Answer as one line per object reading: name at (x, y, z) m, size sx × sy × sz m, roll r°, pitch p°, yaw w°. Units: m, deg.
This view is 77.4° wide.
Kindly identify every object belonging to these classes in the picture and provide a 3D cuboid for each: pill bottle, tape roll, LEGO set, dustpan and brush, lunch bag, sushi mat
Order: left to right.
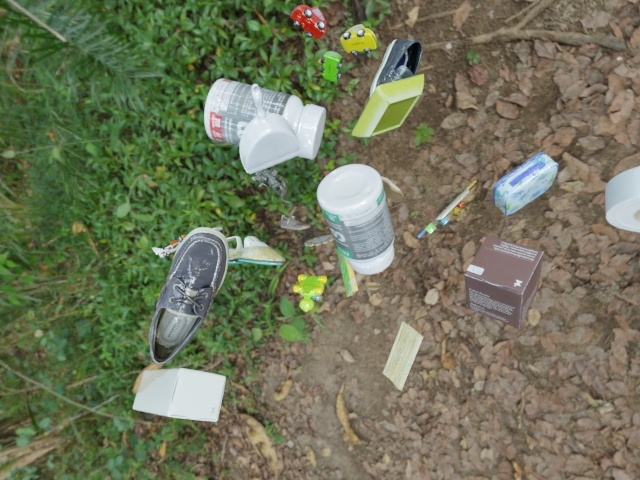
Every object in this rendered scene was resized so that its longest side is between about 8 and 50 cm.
LEGO set at (-0.488, -0.004, 1.471) m, size 0.183 × 0.244 × 0.060 m, roll -33°, pitch 89°, yaw 12°
dustpan and brush at (-0.123, -0.252, 0.893) m, size 0.211 × 0.148 × 0.060 m, roll 91°, pitch 153°, yaw -66°
pill bottle at (-0.140, -0.311, 1.046) m, size 0.284 × 0.161 × 0.161 m, roll 15°, pitch 114°, yaw 4°
pill bottle at (0.133, -0.055, 1.321) m, size 0.204 × 0.204 × 0.360 m, roll 30°, pitch 157°, yaw 38°
sushi mat at (0.410, 0.575, 2.001) m, size 0.151 × 0.019 × 0.316 m, roll 38°, pitch 114°, yaw 56°
lunch bag at (0.722, -0.201, 1.417) m, size 0.219 × 0.176 × 0.090 m, roll -37°, pitch 60°, yaw 8°
tape roll at (0.989, -0.116, 1.145) m, size 0.286 × 0.286 × 0.100 m, roll -7°, pitch 63°, yaw 46°

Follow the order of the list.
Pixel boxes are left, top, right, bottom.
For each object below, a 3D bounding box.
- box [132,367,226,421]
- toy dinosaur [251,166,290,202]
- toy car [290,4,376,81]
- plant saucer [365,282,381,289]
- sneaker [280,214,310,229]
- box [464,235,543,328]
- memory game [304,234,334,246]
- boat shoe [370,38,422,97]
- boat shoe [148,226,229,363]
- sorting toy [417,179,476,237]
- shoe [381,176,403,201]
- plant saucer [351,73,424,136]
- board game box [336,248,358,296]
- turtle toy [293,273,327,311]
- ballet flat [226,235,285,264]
box at (-0.418, 0.448, 1.168) m, size 0.311 × 0.148 × 0.121 m, roll -21°, pitch 53°, yaw 46°
toy dinosaur at (-0.217, -0.284, 1.970) m, size 0.314 × 0.160 × 0.121 m, roll 36°, pitch 86°, yaw 27°
toy car at (0.037, -0.536, 1.111) m, size 0.239 × 0.053 × 0.225 m, roll 22°, pitch 164°, yaw 4°
plant saucer at (0.274, 0.240, 2.078) m, size 0.084 × 0.084 × 0.015 m, roll 14°, pitch 111°, yaw 43°
sneaker at (-0.144, -0.100, 2.187) m, size 0.189 × 0.066 × 0.071 m, roll 5°, pitch 107°, yaw 30°
box at (0.560, 0.127, 1.225) m, size 0.169 × 0.167 × 0.203 m, roll 22°, pitch 151°, yaw 36°
memory game at (0.000, 0.000, 2.210) m, size 0.186 × 0.186 × 0.012 m, roll -1°, pitch 108°, yaw 46°
boat shoe at (0.361, -0.745, 1.884) m, size 0.156 × 0.187 × 0.499 m, roll 5°, pitch 70°, yaw 41°
boat shoe at (-0.245, 0.110, 0.737) m, size 0.285 × 0.103 × 0.092 m, roll -59°, pitch 21°, yaw 21°
sorting toy at (0.552, -0.124, 1.695) m, size 0.348 × 0.196 × 0.047 m, roll -44°, pitch 80°, yaw -3°
shoe at (0.284, -0.234, 1.769) m, size 0.077 × 0.219 × 0.058 m, roll -41°, pitch 47°, yaw 25°
plant saucer at (0.201, -0.371, 1.143) m, size 0.045 × 0.189 × 0.188 m, roll 56°, pitch 150°, yaw 15°
board game box at (0.133, 0.145, 2.033) m, size 0.124 × 0.039 × 0.259 m, roll 116°, pitch 141°, yaw -67°
turtle toy at (-0.033, 0.161, 1.251) m, size 0.095 × 0.130 × 0.066 m, roll 3°, pitch 129°, yaw 17°
ballet flat at (-0.283, 0.038, 1.468) m, size 0.349 × 0.123 × 0.123 m, roll -4°, pitch 97°, yaw 31°
